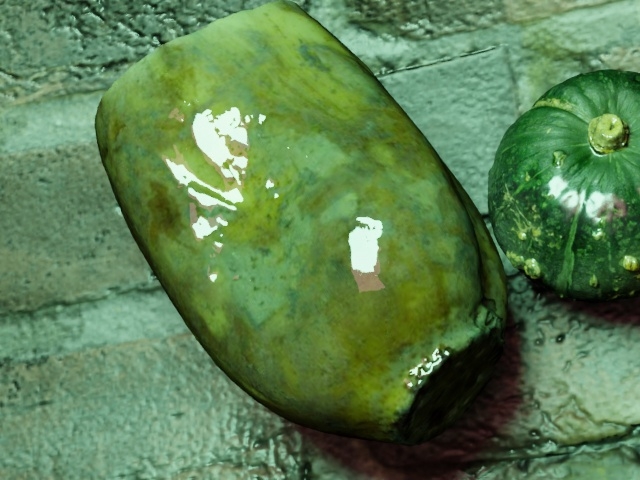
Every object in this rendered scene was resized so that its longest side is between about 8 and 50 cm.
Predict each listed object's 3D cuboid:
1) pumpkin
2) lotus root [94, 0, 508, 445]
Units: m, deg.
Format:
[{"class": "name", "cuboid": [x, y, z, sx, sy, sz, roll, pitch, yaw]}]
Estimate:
[{"class": "pumpkin", "cuboid": [0.220, -0.041, 1.198, 0.190, 0.146, 0.190, -5, 72, 15]}, {"class": "lotus root", "cuboid": [0.000, 0.000, 1.202, 0.250, 0.250, 0.346, -39, 61, 1]}]
